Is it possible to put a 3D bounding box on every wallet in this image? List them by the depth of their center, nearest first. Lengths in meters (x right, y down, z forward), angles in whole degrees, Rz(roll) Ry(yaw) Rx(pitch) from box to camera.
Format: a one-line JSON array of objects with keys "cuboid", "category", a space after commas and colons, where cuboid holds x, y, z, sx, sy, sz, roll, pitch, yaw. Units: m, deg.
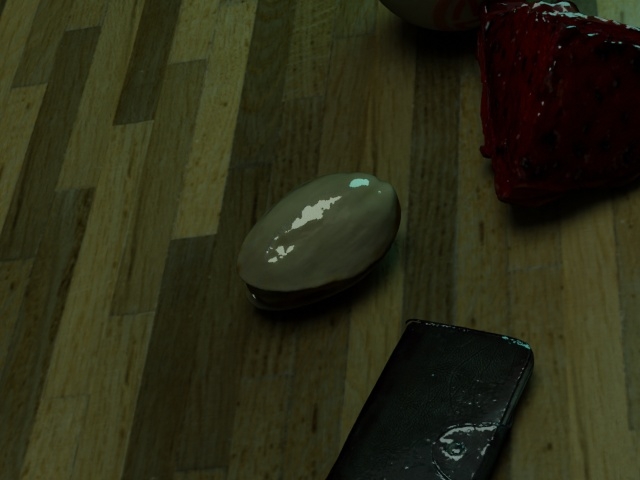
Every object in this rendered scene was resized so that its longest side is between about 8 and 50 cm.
[{"cuboid": [0.103, 0.219, 1.645, 0.172, 0.045, 0.318, 9, 51, 30], "category": "wallet"}]

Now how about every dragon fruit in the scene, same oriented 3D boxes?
[{"cuboid": [0.322, -0.171, 1.944, 0.286, 0.228, 0.329, 4, 15, -22], "category": "dragon fruit"}]

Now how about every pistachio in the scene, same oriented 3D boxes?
[{"cuboid": [0.000, 0.000, 1.848, 0.215, 0.144, 0.144, -38, 45, -12], "category": "pistachio"}]

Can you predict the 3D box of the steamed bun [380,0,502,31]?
[{"cuboid": [0.199, -0.385, 2.085, 0.283, 0.283, 0.177, -25, 71, -6], "category": "steamed bun"}]
